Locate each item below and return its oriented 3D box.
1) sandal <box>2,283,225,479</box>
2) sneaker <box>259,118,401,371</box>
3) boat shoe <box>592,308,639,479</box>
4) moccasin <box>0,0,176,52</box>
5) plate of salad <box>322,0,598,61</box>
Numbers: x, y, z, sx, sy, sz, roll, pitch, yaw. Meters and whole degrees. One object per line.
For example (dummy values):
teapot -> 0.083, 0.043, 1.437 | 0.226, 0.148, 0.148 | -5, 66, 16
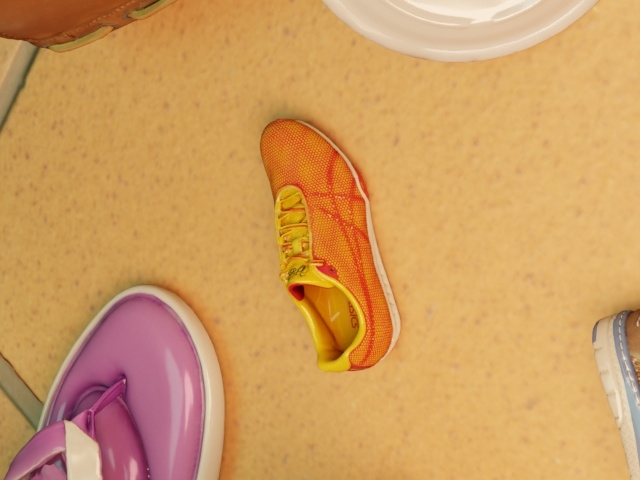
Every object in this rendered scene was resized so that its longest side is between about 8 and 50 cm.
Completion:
sandal -> -0.197, 0.227, 0.986 | 0.169, 0.102, 0.416 | 35, 109, 25
sneaker -> 0.000, 0.000, 0.852 | 0.064, 0.067, 0.175 | -29, 78, 36
boat shoe -> 0.209, 0.122, 0.721 | 0.066, 0.066, 0.183 | -24, 83, 34
moccasin -> -0.055, -0.219, 0.817 | 0.380, 0.147, 0.139 | -28, 64, 16
plate of salad -> 0.081, -0.192, 0.729 | 0.200, 0.048, 0.199 | 0, 124, 0
